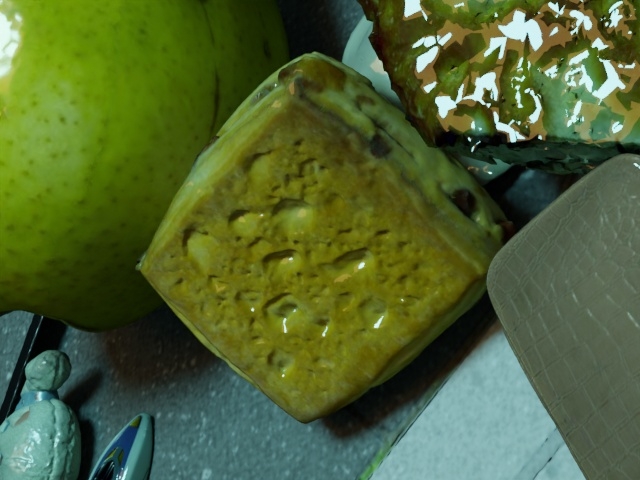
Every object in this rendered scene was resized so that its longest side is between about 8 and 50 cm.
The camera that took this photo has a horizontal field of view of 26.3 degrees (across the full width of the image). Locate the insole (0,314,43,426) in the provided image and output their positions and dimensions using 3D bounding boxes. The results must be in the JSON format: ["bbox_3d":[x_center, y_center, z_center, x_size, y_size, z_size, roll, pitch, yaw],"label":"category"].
[{"bbox_3d":[-0.313,0.183,1.330,0.109,0.007,0.322,-16,54,70],"label":"insole"}]

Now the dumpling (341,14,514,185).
[{"bbox_3d":[0.096,-0.118,0.985,0.166,0.126,0.216,34,83,24],"label":"dumpling"}]

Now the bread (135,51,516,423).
[{"bbox_3d":[0.000,0.000,0.971,0.235,0.210,0.099,-45,4,31],"label":"bread"}]

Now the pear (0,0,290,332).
[{"bbox_3d":[-0.205,-0.132,1.128,0.362,0.362,0.418,7,82,50],"label":"pear"}]

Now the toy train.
[{"bbox_3d":[-0.196,0.263,1.155,0.055,0.048,0.252,2,73,46],"label":"toy train"}]

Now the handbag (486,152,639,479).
[{"bbox_3d":[0.183,0.052,0.716,0.151,0.072,0.193,-50,52,33],"label":"handbag"}]

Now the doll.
[{"bbox_3d":[-0.262,0.205,1.242,0.103,0.071,0.214,0,78,56],"label":"doll"}]

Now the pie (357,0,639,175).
[{"bbox_3d":[0.186,-0.186,0.861,0.354,0.103,0.288,1,79,26],"label":"pie"}]
